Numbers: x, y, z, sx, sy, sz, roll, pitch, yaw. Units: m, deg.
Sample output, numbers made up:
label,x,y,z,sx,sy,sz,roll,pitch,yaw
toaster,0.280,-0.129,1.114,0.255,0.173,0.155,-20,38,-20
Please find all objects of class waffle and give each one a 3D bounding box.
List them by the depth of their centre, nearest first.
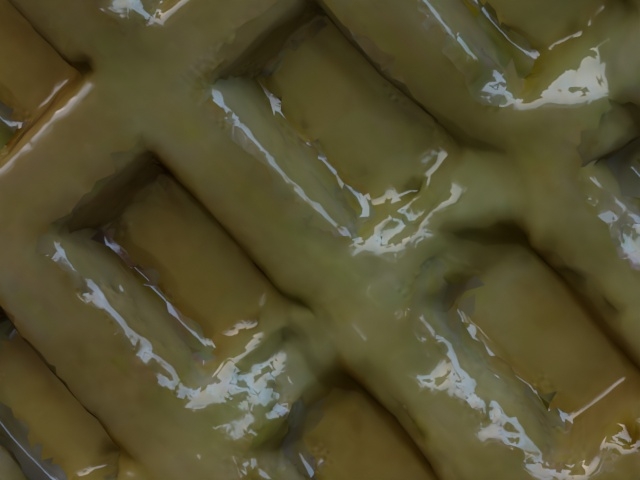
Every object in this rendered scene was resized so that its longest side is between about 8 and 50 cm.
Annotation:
label,x,y,z,sx,sy,sz,roll,pitch,yaw
waffle,0.000,0.000,0.590,0.348,0.304,0.077,-41,2,17
